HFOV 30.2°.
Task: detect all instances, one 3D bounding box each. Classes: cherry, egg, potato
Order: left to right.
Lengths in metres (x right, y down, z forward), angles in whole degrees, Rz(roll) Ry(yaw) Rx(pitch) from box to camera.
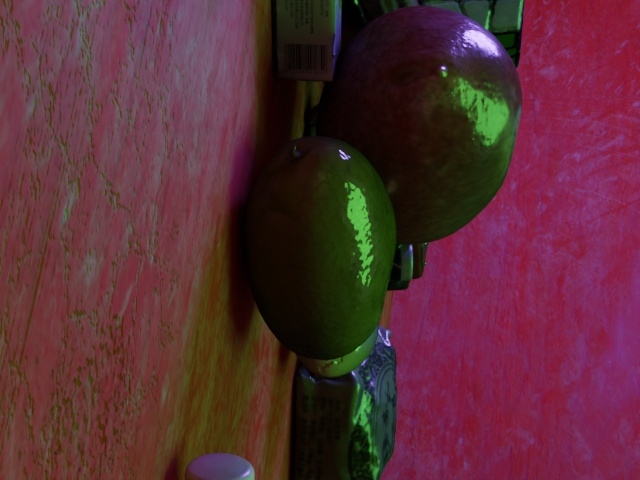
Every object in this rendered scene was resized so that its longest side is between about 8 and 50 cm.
[{"bbox_3d":[0.000,0.000,1.170,0.174,0.159,0.251,-111,-174,-49],"label":"potato"},{"bbox_3d":[0.017,0.109,1.508,0.152,0.114,0.114,-70,163,-52],"label":"egg"},{"bbox_3d":[0.110,-0.131,1.295,0.307,0.221,0.261,128,-32,-74],"label":"cherry"}]

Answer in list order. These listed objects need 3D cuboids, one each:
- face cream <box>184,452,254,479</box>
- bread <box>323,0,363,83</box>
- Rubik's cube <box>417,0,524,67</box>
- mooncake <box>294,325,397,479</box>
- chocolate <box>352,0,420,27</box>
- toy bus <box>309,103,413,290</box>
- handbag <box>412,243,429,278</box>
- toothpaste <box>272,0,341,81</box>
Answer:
[{"bbox_3d":[-0.087,0.306,0.993,0.082,0.082,0.268,-61,154,-72],"label":"face cream"},{"bbox_3d":[0.023,-0.282,1.433,0.232,0.088,0.128,72,16,-60],"label":"bread"},{"bbox_3d":[0.153,-0.346,1.649,0.319,0.264,0.318,5,90,-83],"label":"Rubik's cube"},{"bbox_3d":[0.041,0.253,1.719,0.250,0.136,0.254,-53,147,-69],"label":"mooncake"},{"bbox_3d":[0.077,-0.291,1.373,0.329,0.065,0.102,57,38,-53],"label":"chocolate"},{"bbox_3d":[0.057,-0.077,1.618,0.153,0.143,0.329,-91,178,-46],"label":"toy bus"},{"bbox_3d":[0.104,-0.005,1.961,0.193,0.151,0.072,80,20,-70],"label":"handbag"},{"bbox_3d":[-0.012,-0.328,1.188,0.081,0.067,0.336,-79,171,-57],"label":"toothpaste"}]
